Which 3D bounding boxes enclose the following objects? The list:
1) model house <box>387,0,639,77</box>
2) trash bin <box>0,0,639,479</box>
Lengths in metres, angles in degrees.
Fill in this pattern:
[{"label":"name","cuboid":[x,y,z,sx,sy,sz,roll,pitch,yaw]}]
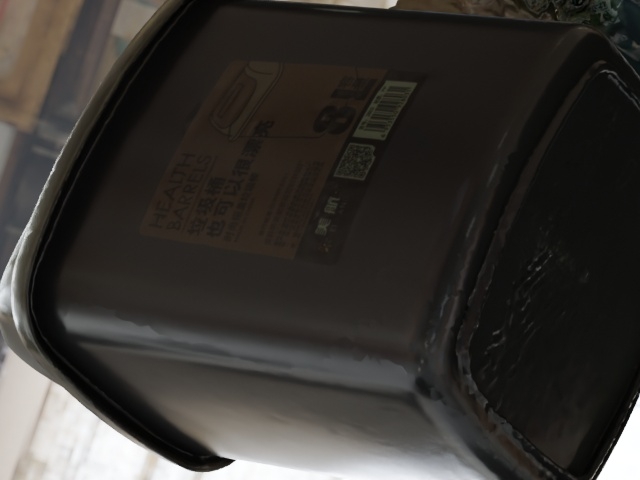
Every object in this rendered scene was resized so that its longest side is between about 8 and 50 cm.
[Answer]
[{"label":"model house","cuboid":[0.157,-0.061,1.306,0.298,0.284,0.243,36,157,28]},{"label":"trash bin","cuboid":[0.000,0.000,0.742,0.290,0.209,0.182,8,151,42]}]
